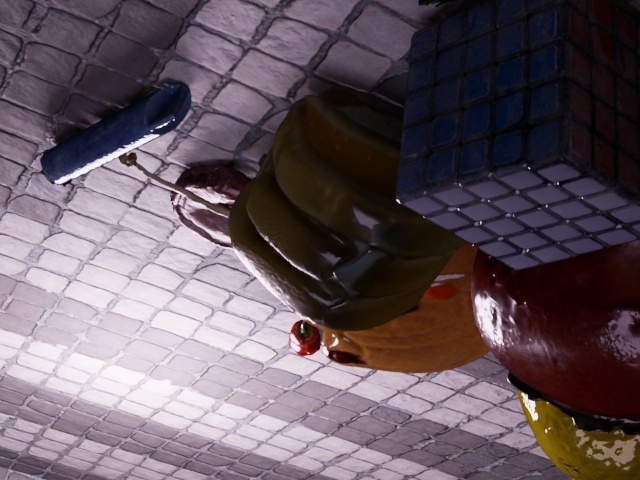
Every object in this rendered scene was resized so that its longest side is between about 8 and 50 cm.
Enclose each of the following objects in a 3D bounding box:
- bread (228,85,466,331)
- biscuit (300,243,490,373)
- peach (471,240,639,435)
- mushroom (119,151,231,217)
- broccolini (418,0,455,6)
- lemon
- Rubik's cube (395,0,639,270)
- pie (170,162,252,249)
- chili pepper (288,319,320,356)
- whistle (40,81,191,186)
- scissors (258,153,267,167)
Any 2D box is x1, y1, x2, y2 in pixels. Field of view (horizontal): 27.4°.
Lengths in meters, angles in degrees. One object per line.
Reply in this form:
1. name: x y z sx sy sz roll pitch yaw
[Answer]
1. bread: 0.036 -0.015 1.750 0.300 0.210 0.341 27 134 -15
2. biscuit: 0.122 0.080 2.049 0.349 0.078 0.455 -12 141 17
3. peach: 0.382 0.051 1.693 0.353 0.339 0.416 35 148 -9
4. mushroom: -0.164 -0.055 1.902 0.286 0.028 0.026 29 104 -12
5. broccolini: 0.175 -0.285 1.469 0.140 0.030 0.035 -3 113 14
6. lemon: 0.438 0.206 1.936 0.336 0.336 0.336 8 151 5
7. Rubik's cube: 0.248 -0.128 1.483 0.238 0.237 0.237 26 151 -38
8. pie: -0.137 -0.048 1.958 0.182 0.049 0.182 15 146 10
9. chili pepper: -0.029 0.177 2.339 0.059 0.050 0.191 -8 158 -1
10. whistle: -0.287 -0.145 1.834 0.062 0.062 0.304 32 145 -34
11. scissors: 0.000 0.000 2.032 0.192 0.029 0.447 -4 147 23
